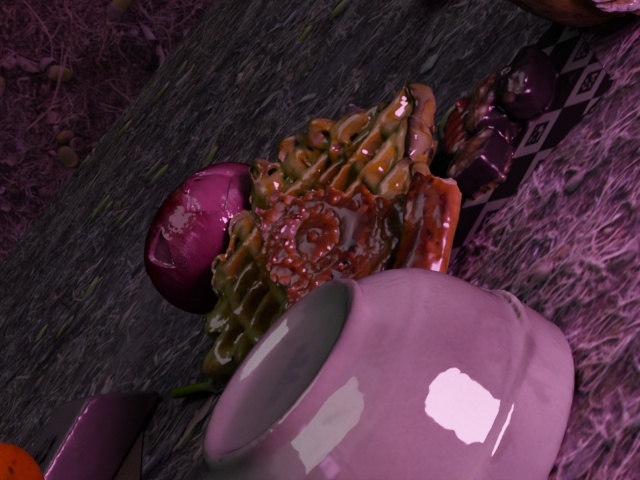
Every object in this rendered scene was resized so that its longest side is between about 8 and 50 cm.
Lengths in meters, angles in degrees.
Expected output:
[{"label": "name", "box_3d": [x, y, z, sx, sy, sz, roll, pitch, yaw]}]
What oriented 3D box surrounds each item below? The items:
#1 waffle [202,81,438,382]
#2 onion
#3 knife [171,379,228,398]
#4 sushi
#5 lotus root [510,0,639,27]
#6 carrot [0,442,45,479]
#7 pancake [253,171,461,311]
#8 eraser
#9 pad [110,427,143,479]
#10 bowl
[{"label": "waffle", "box_3d": [0.000, 0.000, 1.727, 0.317, 0.073, 0.297, -27, 40, 46]}, {"label": "onion", "box_3d": [-0.107, 0.001, 1.943, 0.177, 0.153, 0.177, -29, -6, -3]}, {"label": "knife", "box_3d": [-0.117, 0.152, 1.897, 0.184, 0.022, 0.026, -22, 61, 60]}, {"label": "sushi", "box_3d": [0.152, -0.109, 1.629, 0.219, 0.047, 0.231, -49, 17, 15]}, {"label": "lotus root", "box_3d": [0.215, -0.282, 1.608, 0.175, 0.175, 0.349, -53, 16, 4]}, {"label": "carrot", "box_3d": [-0.416, 0.309, 1.947, 0.302, 0.139, 0.139, -33, 25, 34]}, {"label": "pancake", "box_3d": [0.007, 0.030, 1.556, 0.266, 0.057, 0.244, -50, 50, -6]}, {"label": "eraser", "box_3d": [-0.312, 0.302, 2.020, 0.352, 0.077, 0.111, -61, 17, -24]}, {"label": "pad", "box_3d": [-0.280, 0.335, 2.011, 0.266, 0.002, 0.176, -50, 16, 14]}, {"label": "bowl", "box_3d": [0.027, 0.140, 1.288, 0.307, 0.163, 0.307, -46, 16, 17]}]
